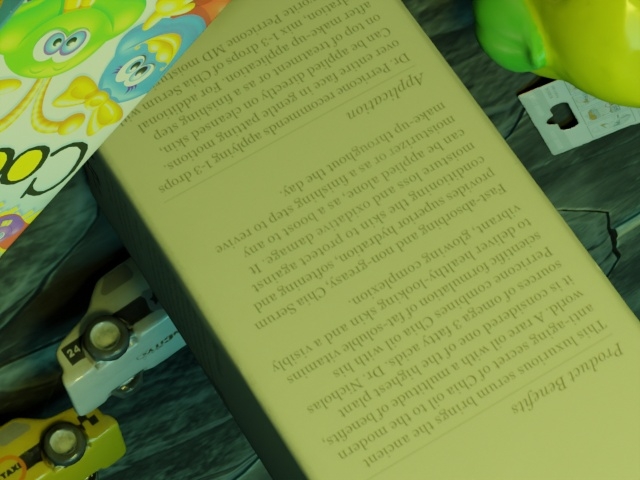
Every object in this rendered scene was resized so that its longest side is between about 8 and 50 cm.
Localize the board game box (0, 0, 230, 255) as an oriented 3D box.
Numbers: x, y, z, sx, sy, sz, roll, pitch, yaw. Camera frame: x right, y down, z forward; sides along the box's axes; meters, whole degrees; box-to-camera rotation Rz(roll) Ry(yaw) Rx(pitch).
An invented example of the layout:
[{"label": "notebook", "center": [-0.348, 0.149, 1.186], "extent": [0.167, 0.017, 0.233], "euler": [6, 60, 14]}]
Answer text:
[{"label": "board game box", "center": [-0.172, -0.125, 1.024], "extent": [0.275, 0.142, 0.144], "euler": [-45, 156, 24]}]

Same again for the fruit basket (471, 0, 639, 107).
[{"label": "fruit basket", "center": [0.292, -0.199, 1.368], "extent": [0.392, 0.392, 0.283], "euler": [-29, 157, -14]}]

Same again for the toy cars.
[{"label": "toy cars", "center": [-0.197, 0.117, 1.574], "extent": [0.394, 0.087, 0.176], "euler": [-49, 159, 25]}]

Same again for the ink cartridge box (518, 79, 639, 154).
[{"label": "ink cartridge box", "center": [0.295, -0.164, 1.755], "extent": [0.232, 0.066, 0.189], "euler": [-16, 161, 12]}]

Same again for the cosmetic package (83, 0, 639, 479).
[{"label": "cosmetic package", "center": [0.045, 0.051, 1.274], "extent": [0.230, 0.453, 0.161], "euler": [-29, 157, -12]}]
